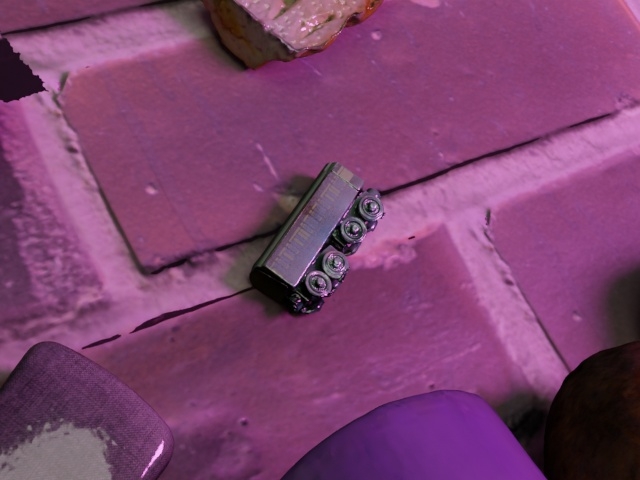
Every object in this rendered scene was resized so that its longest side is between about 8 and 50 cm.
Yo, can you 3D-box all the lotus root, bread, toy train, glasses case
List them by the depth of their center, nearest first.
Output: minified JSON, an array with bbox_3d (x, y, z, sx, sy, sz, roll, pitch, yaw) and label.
[{"bbox_3d":[-0.230,0.214,0.663,0.131,0.074,0.323,37,57,2],"label":"glasses case"},{"bbox_3d":[0.245,0.181,0.781,0.275,0.152,0.160,-74,146,-69],"label":"lotus root"},{"bbox_3d":[0.000,0.000,0.890,0.071,0.038,0.148,33,57,1],"label":"toy train"},{"bbox_3d":[0.000,-0.250,0.999,0.128,0.088,0.232,41,63,13],"label":"bread"}]

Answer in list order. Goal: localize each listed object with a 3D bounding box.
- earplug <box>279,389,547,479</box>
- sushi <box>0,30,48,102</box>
[{"bbox_3d":[0.143,0.310,0.580,0.215,0.215,0.456,-15,45,-28],"label":"earplug"},{"bbox_3d":[-0.445,-0.129,0.758,0.373,0.100,0.296,-26,67,-42],"label":"sushi"}]
